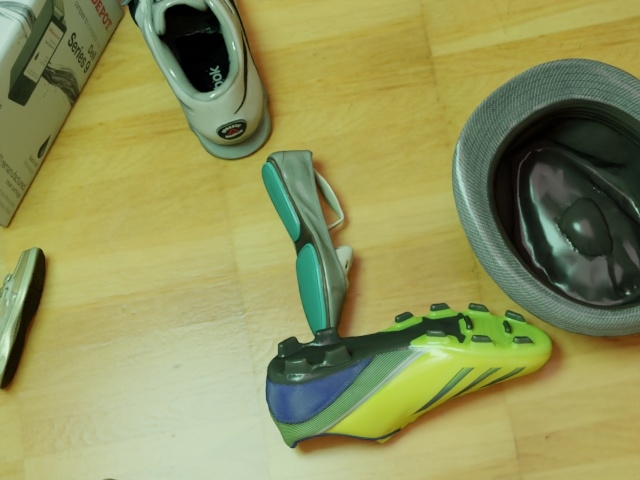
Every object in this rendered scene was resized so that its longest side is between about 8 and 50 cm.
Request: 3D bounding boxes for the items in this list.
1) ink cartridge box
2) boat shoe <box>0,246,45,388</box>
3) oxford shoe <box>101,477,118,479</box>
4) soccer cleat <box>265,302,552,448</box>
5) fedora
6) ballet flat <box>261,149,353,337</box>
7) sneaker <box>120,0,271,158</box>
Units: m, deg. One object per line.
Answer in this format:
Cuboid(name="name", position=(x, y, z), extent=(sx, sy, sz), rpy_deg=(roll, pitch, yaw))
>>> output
Cuboid(name="ink cartridge box", position=(-0.343, -0.190, 1.340), extent=(0.121, 0.211, 0.289), rpy_deg=(23, 77, 11))
Cuboid(name="boat shoe", position=(-0.331, 0.077, 1.340), extent=(0.048, 0.056, 0.153), rpy_deg=(14, 82, 6))
Cuboid(name="oxford shoe", position=(-0.224, 0.329, 1.214), extent=(0.076, 0.076, 0.212), rpy_deg=(1, 59, 13))
Cuboid(name="soccer cleat", position=(0.088, 0.139, 1.269), extent=(0.289, 0.093, 0.121), rpy_deg=(-9, 112, -6))
Cuboid(name="fedora", position=(0.260, -0.033, 1.270), extent=(0.243, 0.124, 0.275), rpy_deg=(-40, 81, -4))
Cuboid(name="ballet flat", position=(0.000, 0.000, 1.321), extent=(0.068, 0.072, 0.213), rpy_deg=(-12, 72, -22))
Cuboid(name="sneaker", position=(-0.148, -0.259, 1.378), extent=(0.122, 0.146, 0.331), rpy_deg=(-28, 70, -1))
